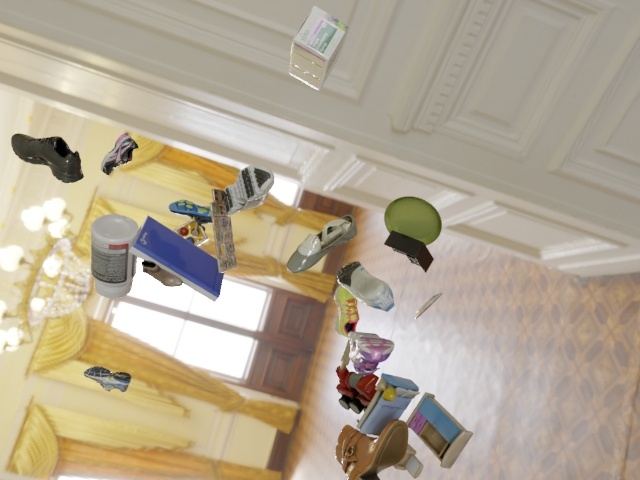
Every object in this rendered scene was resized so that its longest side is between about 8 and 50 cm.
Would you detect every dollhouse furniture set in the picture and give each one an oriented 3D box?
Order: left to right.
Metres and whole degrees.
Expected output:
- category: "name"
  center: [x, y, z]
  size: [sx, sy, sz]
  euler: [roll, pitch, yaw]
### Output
- category: "dollhouse furniture set"
  center: [0.252, 0.595, 1.758]
  size: [0.286, 0.303, 0.198]
  euler: [-60, 37, 8]

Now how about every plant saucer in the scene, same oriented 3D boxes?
- category: "plant saucer"
  center: [0.380, -0.083, 2.360]
  size: [0.037, 0.241, 0.241]
  euler: [-56, -7, -50]

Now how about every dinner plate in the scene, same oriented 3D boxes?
- category: "dinner plate"
  center: [0.380, 0.229, 2.051]
  size: [0.141, 0.017, 0.141]
  euler: [-40, -17, -14]

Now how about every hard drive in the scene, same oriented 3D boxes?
- category: "hard drive"
  center: [-0.465, 0.058, 1.924]
  size: [0.040, 0.319, 0.210]
  euler: [-48, 21, 20]

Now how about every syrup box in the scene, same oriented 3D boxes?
- category: "syrup box"
  center: [-0.009, -0.448, 1.373]
  size: [0.093, 0.096, 0.237]
  euler: [-61, 5, -4]

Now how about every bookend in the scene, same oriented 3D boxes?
- category: "bookend"
  center: [0.364, 0.045, 2.376]
  size: [0.072, 0.157, 0.156]
  euler: [-58, -36, -11]

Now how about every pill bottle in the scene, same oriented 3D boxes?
- category: "pill bottle"
  center: [-0.741, 0.061, 2.076]
  size: [0.161, 0.161, 0.283]
  euler: [-85, 9, -54]

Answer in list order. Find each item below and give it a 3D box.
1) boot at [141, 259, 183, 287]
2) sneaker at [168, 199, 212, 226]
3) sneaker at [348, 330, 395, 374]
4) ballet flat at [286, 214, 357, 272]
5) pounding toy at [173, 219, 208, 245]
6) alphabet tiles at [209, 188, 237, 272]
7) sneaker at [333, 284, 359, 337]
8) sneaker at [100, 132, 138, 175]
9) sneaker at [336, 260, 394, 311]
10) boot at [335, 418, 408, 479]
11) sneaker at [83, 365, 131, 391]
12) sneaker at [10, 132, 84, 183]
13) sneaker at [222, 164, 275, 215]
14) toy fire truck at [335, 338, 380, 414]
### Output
- category: "boot"
  center: [-0.468, 0.095, 1.693]
  size: [0.087, 0.119, 0.042]
  euler: [75, -150, -56]
- category: "sneaker"
  center: [-0.426, -0.086, 1.972]
  size: [0.067, 0.188, 0.078]
  euler: [-90, 17, -50]
- category: "sneaker"
  center: [0.122, 0.290, 1.445]
  size: [0.236, 0.095, 0.104]
  euler: [151, 128, -83]
- category: "ballet flat"
  center: [0.000, 0.000, 1.396]
  size: [0.072, 0.213, 0.068]
  euler: [34, 144, 40]
- category: "pounding toy"
  center: [-0.555, -0.042, 2.523]
  size: [0.141, 0.130, 0.100]
  euler: [-31, 3, -10]
- category: "alphabet tiles"
  center: [-0.282, -0.031, 1.679]
  size: [0.198, 0.009, 0.237]
  euler: [-26, -71, -84]
- category: "sneaker"
  center: [0.100, 0.236, 1.947]
  size: [0.094, 0.082, 0.208]
  euler: [36, 130, 57]
- category: "sneaker"
  center: [-0.733, -0.303, 2.116]
  size: [0.178, 0.077, 0.072]
  euler: [-50, 1, 19]
- category: "sneaker"
  center: [0.114, 0.122, 1.519]
  size: [0.085, 0.086, 0.237]
  euler: [-37, 27, -8]
- category: "boot"
  center: [0.147, 0.622, 1.758]
  size: [0.220, 0.109, 0.283]
  euler: [37, 115, 58]
- category: "sneaker"
  center: [-0.610, 0.401, 1.644]
  size: [0.052, 0.135, 0.058]
  euler: [-71, -5, -72]
- category: "sneaker"
  center: [-0.931, -0.312, 1.982]
  size: [0.109, 0.286, 0.130]
  euler: [-56, -10, -52]
- category: "sneaker"
  center: [-0.210, -0.161, 1.827]
  size: [0.292, 0.118, 0.110]
  euler: [-24, 74, 55]
- category: "toy fire truck"
  center: [0.145, 0.503, 2.144]
  size: [0.158, 0.246, 0.217]
  euler: [-39, 25, -30]
